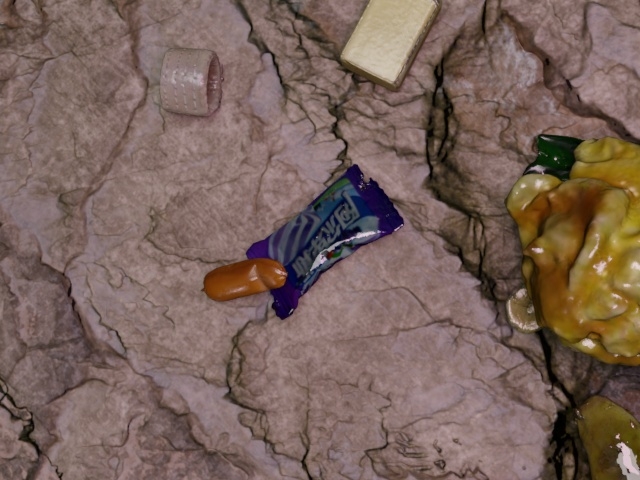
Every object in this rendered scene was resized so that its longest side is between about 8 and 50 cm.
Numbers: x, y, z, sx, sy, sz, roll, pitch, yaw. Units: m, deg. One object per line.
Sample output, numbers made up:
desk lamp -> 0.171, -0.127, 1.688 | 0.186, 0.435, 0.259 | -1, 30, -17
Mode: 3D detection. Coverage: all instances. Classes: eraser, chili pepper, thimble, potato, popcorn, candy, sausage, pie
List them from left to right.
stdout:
thimble -> -0.227, -0.279, 1.457 | 0.090, 0.102, 0.115 | 5, 114, 8
sausage -> -0.129, 0.064, 1.412 | 0.183, 0.054, 0.062 | -16, 108, 28
candy -> 0.000, 0.000, 1.414 | 0.275, 0.070, 0.145 | -39, 73, 7
eraser -> 0.123, -0.359, 1.436 | 0.117, 0.058, 0.172 | 27, 88, 9
pie -> 0.348, 0.114, 1.375 | 0.084, 0.020, 0.085 | -1, 84, 10
chili pepper -> 0.449, -0.125, 1.366 | 0.224, 0.061, 0.098 | 3, 91, 6
popcorn -> 0.441, 0.030, 1.244 | 0.274, 0.335, 0.279 | -12, 125, 5
potato -> 0.476, 0.350, 1.298 | 0.117, 0.090, 0.226 | -26, 74, 11
